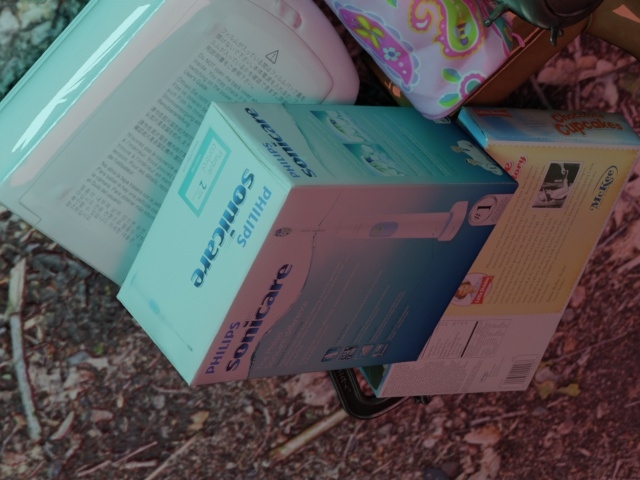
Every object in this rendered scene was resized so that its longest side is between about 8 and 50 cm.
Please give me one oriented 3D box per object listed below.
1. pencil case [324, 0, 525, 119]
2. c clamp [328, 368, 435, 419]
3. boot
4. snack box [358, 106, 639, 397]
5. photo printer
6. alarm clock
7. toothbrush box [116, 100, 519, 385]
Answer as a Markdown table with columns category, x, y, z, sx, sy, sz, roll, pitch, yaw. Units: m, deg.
| category | x | y | z | sx | sy | sz | roll | pitch | yaw |
| --- | --- | --- | --- | --- | --- | --- | --- | --- | --- |
| pencil case | 0.053 | -0.238 | 1.690 | 0.124 | 0.124 | 0.284 | -43 | 113 | 2 |
| c clamp | 0.074 | 0.124 | 2.023 | 0.137 | 0.022 | 0.160 | -30 | 130 | -2 |
| boot | 0.204 | -0.175 | 1.870 | 0.269 | 0.089 | 0.236 | -40 | 118 | -1 |
| snack box | 0.173 | 0.016 | 1.920 | 0.187 | 0.060 | 0.322 | 0 | 128 | -30 |
| photo printer | -0.127 | -0.113 | 1.714 | 0.307 | 0.107 | 0.256 | -48 | 130 | 6 |
| alarm clock | 0.214 | -0.264 | 1.672 | 0.129 | 0.064 | 0.192 | 0 | 115 | -44 |
| toothbrush box | 0.000 | 0.000 | 1.720 | 0.295 | 0.126 | 0.216 | -4 | 131 | -46 |
